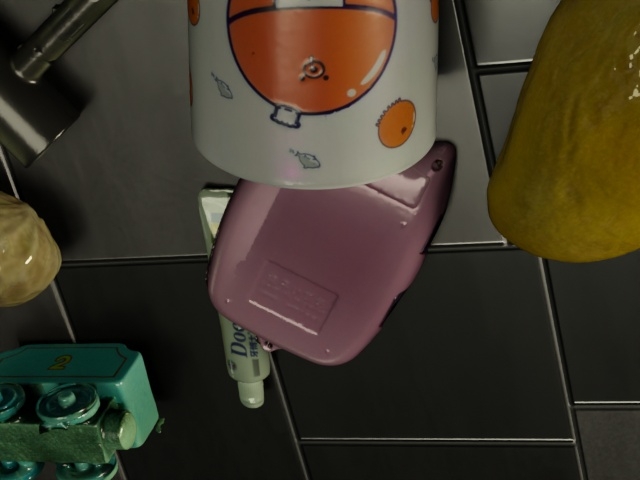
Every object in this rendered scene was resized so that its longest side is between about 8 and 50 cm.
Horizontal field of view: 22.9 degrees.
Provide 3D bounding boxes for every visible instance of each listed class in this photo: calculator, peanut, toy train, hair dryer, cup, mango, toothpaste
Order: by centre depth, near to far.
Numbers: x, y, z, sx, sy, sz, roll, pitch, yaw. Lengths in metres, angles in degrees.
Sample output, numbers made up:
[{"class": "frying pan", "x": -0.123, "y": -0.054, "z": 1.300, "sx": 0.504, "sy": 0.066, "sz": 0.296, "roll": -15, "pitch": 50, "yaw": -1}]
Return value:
[{"class": "cup", "x": -0.007, "y": -0.230, "z": 1.289, "sx": 0.212, "sy": 0.212, "sz": 0.317, "roll": 9, "pitch": 122, "yaw": 15}, {"class": "mango", "x": 0.263, "y": -0.100, "z": 1.324, "sx": 0.195, "sy": 0.142, "sz": 0.332, "roll": 24, "pitch": 134, "yaw": 9}, {"class": "hair dryer", "x": -0.267, "y": -0.213, "z": 1.492, "sx": 0.248, "sy": 0.078, "sz": 0.195, "roll": -39, "pitch": 103, "yaw": 25}, {"class": "calculator", "x": 0.000, "y": 0.001, "z": 1.521, "sx": 0.194, "sy": 0.043, "sz": 0.294, "roll": 26, "pitch": 121, "yaw": -1}, {"class": "toothpaste", "x": -0.082, "y": 0.062, "z": 1.615, "sx": 0.067, "sy": 0.037, "sz": 0.255, "roll": 5, "pitch": 119, "yaw": 16}, {"class": "peanut", "x": -0.410, "y": 0.007, "z": 1.648, "sx": 0.298, "sy": 0.120, "sz": 0.136, "roll": -4, "pitch": 96, "yaw": 23}, {"class": "toy train", "x": -0.278, "y": 0.183, "z": 1.683, "sx": 0.203, "sy": 0.163, "sz": 0.112, "roll": 0, "pitch": 120, "yaw": 18}]
